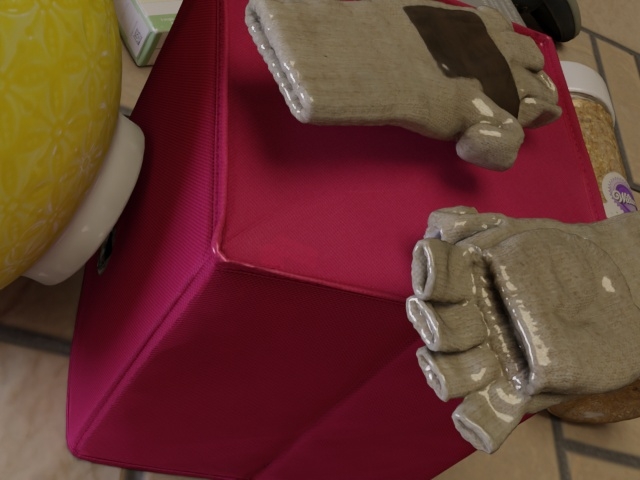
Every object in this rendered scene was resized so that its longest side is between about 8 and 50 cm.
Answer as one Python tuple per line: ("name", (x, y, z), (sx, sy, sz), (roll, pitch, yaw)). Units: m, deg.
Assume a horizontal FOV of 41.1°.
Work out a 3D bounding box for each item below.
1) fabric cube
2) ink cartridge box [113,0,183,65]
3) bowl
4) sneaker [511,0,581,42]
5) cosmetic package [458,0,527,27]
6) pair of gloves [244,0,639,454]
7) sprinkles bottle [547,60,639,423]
("fabric cube", (0.000, 0.000, 0.565), (0.259, 0.258, 0.254), (14, 53, -23))
("ink cartridge box", (-0.144, -0.277, 0.821), (0.171, 0.056, 0.235), (-17, 70, -38))
("bowl", (-0.197, -0.058, 0.492), (0.156, 0.289, 0.290), (33, 44, -31))
("sneaker", (0.230, -0.306, 1.067), (0.222, 0.118, 0.083), (43, 2, -30))
("cosmetic package", (0.091, -0.227, 0.895), (0.237, 0.107, 0.127), (-11, 67, -40))
("pair of gloves", (0.083, -0.031, 0.434), (0.204, 0.042, 0.240), (-17, 70, -42))
("sprinkles bottle", (0.246, -0.010, 0.819), (0.121, 0.121, 0.356), (16, 51, -21))
